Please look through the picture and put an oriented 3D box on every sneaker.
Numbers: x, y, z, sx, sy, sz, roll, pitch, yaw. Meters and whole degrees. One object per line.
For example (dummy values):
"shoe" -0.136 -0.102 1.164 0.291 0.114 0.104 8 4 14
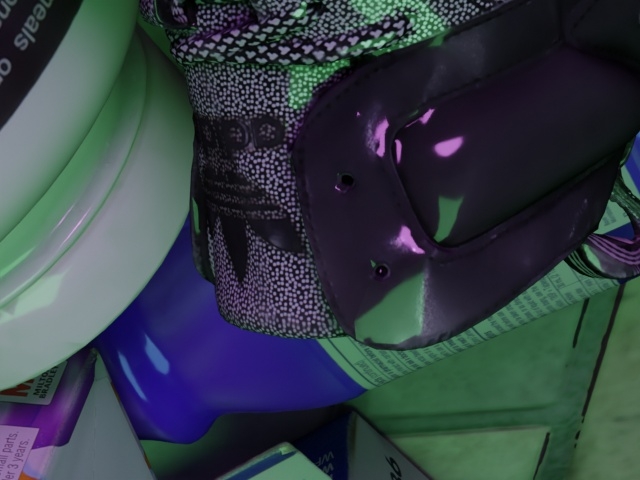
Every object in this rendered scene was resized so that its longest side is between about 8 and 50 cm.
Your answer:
"sneaker" -0.024 -0.059 0.364 0.269 0.101 0.153 7 96 -28

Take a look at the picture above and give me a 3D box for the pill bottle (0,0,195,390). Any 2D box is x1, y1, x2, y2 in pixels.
"pill bottle" -0.166 -0.093 0.445 0.181 0.181 0.323 -29 134 15

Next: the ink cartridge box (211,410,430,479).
"ink cartridge box" 0.003 0.178 0.850 0.165 0.065 0.332 -28 136 16

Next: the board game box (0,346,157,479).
"board game box" -0.200 0.120 0.614 0.275 0.144 0.142 3 139 18

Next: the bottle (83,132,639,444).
"bottle" 0.000 0.000 0.645 0.283 0.092 0.118 -24 141 12
